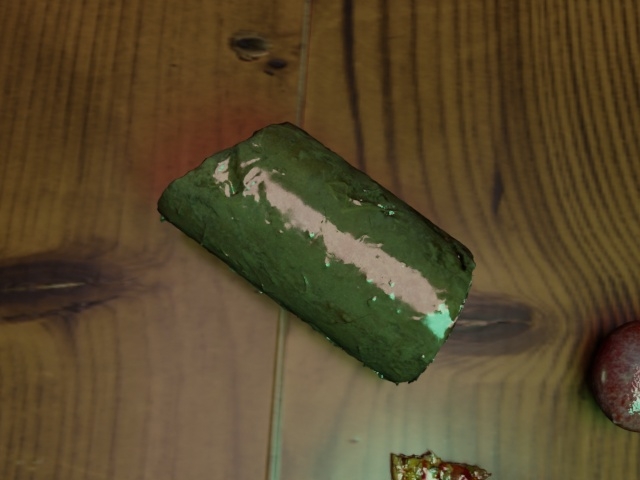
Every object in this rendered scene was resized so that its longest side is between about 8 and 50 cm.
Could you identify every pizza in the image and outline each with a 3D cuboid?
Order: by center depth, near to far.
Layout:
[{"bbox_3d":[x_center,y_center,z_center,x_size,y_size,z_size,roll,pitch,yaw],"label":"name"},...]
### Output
[{"bbox_3d":[0.113,0.257,0.670,0.099,0.029,0.100,34,78,6],"label":"pizza"}]

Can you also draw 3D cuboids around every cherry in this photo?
[{"bbox_3d":[0.369,0.112,0.689,0.107,0.090,0.225,41,70,18],"label":"cherry"}]

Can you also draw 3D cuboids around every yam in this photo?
[{"bbox_3d":[0.000,0.000,0.655,0.304,0.168,0.168,36,78,4],"label":"yam"}]
